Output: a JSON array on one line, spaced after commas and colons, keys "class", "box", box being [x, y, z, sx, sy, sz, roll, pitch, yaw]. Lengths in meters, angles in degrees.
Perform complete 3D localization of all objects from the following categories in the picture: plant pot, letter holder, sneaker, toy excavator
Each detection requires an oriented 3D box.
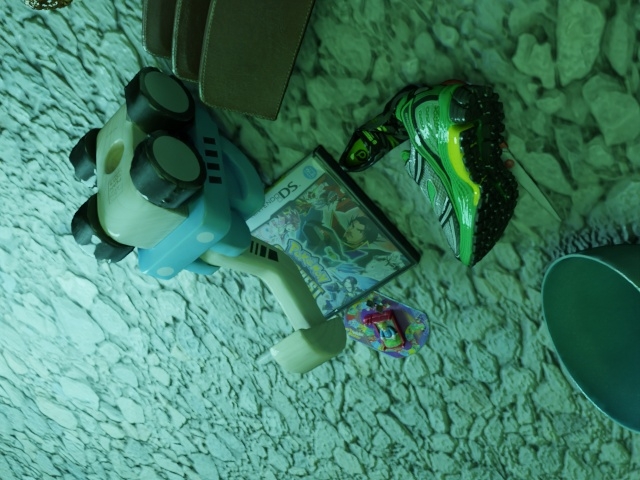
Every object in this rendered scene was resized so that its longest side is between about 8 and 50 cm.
[{"class": "plant pot", "box": [0.515, 0.124, 0.988, 0.196, 0.290, 0.290, -20, 118, -14]}, {"class": "letter holder", "box": [-0.129, -0.351, 0.891, 0.215, 0.152, 0.301, 9, 126, -20]}, {"class": "sneaker", "box": [0.100, -0.169, 1.020, 0.067, 0.078, 0.188, 49, 121, 1]}, {"class": "toy excavator", "box": [-0.159, -0.014, 1.081, 0.445, 0.432, 0.222, 20, 134, -42]}, {"class": "sneaker", "box": [0.214, -0.100, 1.006, 0.146, 0.134, 0.343, 22, 145, 40]}]

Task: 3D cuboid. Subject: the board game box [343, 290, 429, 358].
[{"class": "board game box", "box": [0.124, 0.175, 1.248, 0.169, 0.033, 0.133, 25, 123, 1]}]

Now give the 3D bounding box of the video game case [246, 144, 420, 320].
[{"class": "video game case", "box": [0.000, 0.000, 1.178, 0.248, 0.035, 0.275, -36, 105, 30]}]

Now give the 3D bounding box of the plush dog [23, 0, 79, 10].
[{"class": "plush dog", "box": [-0.320, -0.427, 0.901, 0.211, 0.225, 0.262, 24, 123, 2]}]

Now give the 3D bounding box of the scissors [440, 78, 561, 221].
[{"class": "scissors", "box": [0.294, -0.141, 1.017, 0.297, 0.021, 0.109, 33, 123, -4]}]
